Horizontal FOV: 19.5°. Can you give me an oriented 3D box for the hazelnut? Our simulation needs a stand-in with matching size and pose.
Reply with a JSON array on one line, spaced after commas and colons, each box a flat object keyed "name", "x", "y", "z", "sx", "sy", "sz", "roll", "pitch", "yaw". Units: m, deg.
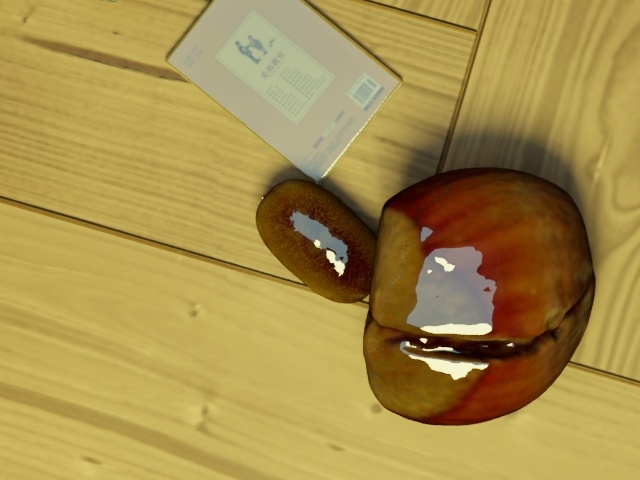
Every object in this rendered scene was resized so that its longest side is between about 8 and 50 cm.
[{"name": "hazelnut", "x": 0.132, "y": 0.046, "z": 1.503, "sx": 0.181, "sy": 0.181, "sz": 0.212, "roll": 7, "pitch": 112, "yaw": 6}]

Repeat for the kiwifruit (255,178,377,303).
[{"name": "kiwifruit", "x": 0.000, "y": 0.000, "z": 1.568, "sx": 0.124, "sy": 0.075, "sz": 0.075, "roll": 39, "pitch": 97, "yaw": -4}]

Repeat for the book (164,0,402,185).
[{"name": "book", "x": -0.032, "y": -0.144, "z": 1.587, "sx": 0.172, "sy": 0.012, "sz": 0.118, "roll": 40, "pitch": 97, "yaw": 1}]
